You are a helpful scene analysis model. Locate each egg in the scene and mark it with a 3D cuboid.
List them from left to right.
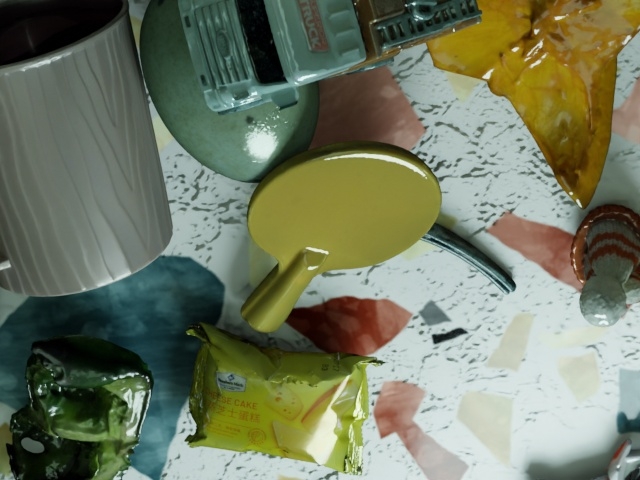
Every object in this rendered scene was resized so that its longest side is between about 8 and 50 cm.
[{"bbox_3d":[-0.090,-0.167,1.825,0.169,0.169,0.236,-15,118,11],"label":"egg"}]

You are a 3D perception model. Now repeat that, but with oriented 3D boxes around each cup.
[{"bbox_3d":[-0.285,-0.089,1.820,0.208,0.288,0.273,-1,118,20],"label":"cup"}]

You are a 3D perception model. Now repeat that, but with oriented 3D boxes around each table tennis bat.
[{"bbox_3d":[0.000,0.000,1.902,0.198,0.050,0.321,11,141,-25],"label":"table tennis bat"}]

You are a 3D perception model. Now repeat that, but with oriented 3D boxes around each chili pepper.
[{"bbox_3d":[-0.279,0.216,2.062,0.148,0.116,0.264,8,116,-12],"label":"chili pepper"}]

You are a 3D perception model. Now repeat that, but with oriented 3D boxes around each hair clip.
[{"bbox_3d":[0.116,0.001,1.960,0.229,0.039,0.070,23,117,-7],"label":"hair clip"}]

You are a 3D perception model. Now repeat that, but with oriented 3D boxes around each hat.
[{"bbox_3d":[0.309,0.038,1.895,0.093,0.162,0.112,-30,105,20],"label":"hat"}]

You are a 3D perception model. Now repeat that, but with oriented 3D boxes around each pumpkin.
[{"bbox_3d":[0.224,-0.218,1.816,0.258,0.095,0.290,28,115,3],"label":"pumpkin"}]

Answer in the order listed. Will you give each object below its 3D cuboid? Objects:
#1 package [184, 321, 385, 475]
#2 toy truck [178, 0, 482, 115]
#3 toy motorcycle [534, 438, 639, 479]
[{"bbox_3d":[-0.046,0.179,2.025,0.226,0.090,0.168,7,115,2],"label":"package"},{"bbox_3d":[0.017,-0.216,1.699,0.162,0.305,0.136,-9,100,39],"label":"toy truck"},{"bbox_3d":[0.305,0.334,2.068,0.171,0.110,0.260,36,108,1],"label":"toy motorcycle"}]
